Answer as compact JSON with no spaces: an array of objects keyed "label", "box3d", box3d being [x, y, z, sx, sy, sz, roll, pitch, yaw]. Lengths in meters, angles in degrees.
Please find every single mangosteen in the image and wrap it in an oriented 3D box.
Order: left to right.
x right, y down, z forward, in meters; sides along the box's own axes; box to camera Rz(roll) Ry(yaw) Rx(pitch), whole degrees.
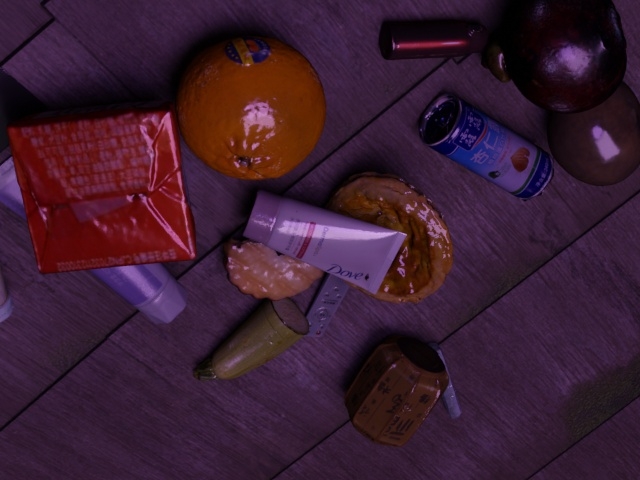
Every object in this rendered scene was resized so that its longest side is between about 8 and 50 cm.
[{"label":"mangosteen","box3d":[0.357,-0.295,1.839,0.216,0.216,0.216,-11,129,-14]}]

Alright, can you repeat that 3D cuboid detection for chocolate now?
[{"label":"chocolate","box3d":[-0.304,-0.082,1.730,0.237,0.108,0.235,-7,114,4]}]

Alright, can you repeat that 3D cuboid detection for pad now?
[{"label":"pad","box3d":[-0.481,-0.171,1.727,0.157,0.003,0.112,-39,130,10]}]

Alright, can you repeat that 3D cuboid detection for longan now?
[{"label":"longan","box3d":[0.456,-0.183,1.990,0.167,0.167,0.187,-9,115,-15]}]

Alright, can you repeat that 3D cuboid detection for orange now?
[{"label":"orange","box3d":[-0.099,-0.190,1.750,0.219,0.193,0.219,-18,147,-12]}]

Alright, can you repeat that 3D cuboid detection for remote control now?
[{"label":"remote control","box3d":[0.014,0.097,2.116,0.050,0.027,0.184,10,126,-26]}]

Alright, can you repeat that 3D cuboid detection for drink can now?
[{"label":"drink can","box3d":[0.274,-0.151,1.983,0.235,0.097,0.097,26,113,-35]}]

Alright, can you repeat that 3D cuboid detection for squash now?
[{"label":"squash","box3d":[-0.133,0.182,2.094,0.224,0.094,0.094,-36,131,17]}]

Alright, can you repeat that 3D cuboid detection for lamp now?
[{"label":"lamp","box3d":[0.138,0.275,2.217,0.161,0.161,0.185,16,115,-31]}]

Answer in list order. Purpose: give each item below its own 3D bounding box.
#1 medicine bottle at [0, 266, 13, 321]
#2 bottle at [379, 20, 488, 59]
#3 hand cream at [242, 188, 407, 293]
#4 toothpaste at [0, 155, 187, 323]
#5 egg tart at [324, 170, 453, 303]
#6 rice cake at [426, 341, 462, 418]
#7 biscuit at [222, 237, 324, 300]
[{"label":"medicine bottle","box3d":[-0.517,0.023,1.817,0.073,0.074,0.218,-12,127,-13]},{"label":"bottle","box3d":[0.176,-0.308,1.849,0.164,0.060,0.060,-6,127,-19]},{"label":"hand cream","box3d":[0.000,0.000,1.937,0.247,0.083,0.133,19,128,-4]},{"label":"toothpaste","box3d":[-0.346,-0.006,1.864,0.125,0.080,0.371,-37,124,9]},{"label":"egg tart","box3d":[0.114,-0.011,1.984,0.241,0.106,0.241,14,124,21]},{"label":"rice cake","box3d":[0.238,0.271,2.330,0.033,0.033,0.208,-26,131,-3]},{"label":"biscuit","box3d":[-0.086,0.042,2.010,0.183,0.061,0.118,11,123,-26]}]
